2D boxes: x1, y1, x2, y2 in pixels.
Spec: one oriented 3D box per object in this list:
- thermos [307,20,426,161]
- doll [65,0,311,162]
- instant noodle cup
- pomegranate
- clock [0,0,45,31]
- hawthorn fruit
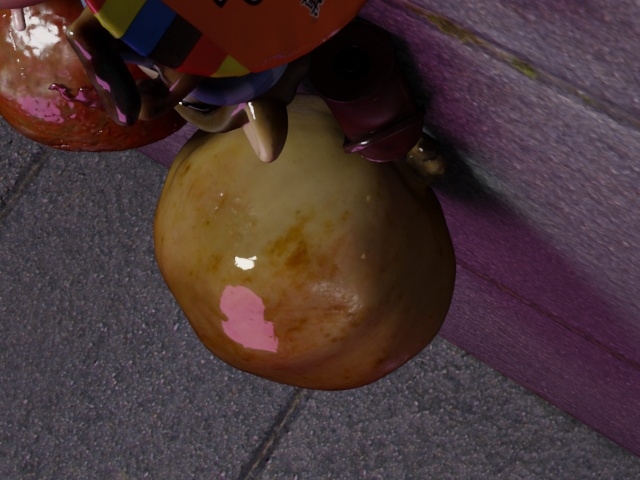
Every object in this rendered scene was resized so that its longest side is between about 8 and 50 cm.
[{"bbox_3d":[0.059,-0.153,1.408,0.232,0.099,0.124,48,-159,-67],"label":"thermos"},{"bbox_3d":[-0.134,-0.219,1.186,0.209,0.317,0.340,-2,165,19],"label":"doll"},{"bbox_3d":[-0.094,-0.256,0.891,0.250,0.250,0.192,39,179,-33],"label":"instant noodle cup"},{"bbox_3d":[0.000,0.000,1.629,0.411,0.411,0.411,33,172,5],"label":"pomegranate"},{"bbox_3d":[-0.317,-0.341,1.258,0.227,0.241,0.142,40,167,-35],"label":"clock"},{"bbox_3d":[-0.268,-0.248,1.500,0.316,0.316,0.316,33,172,5],"label":"hawthorn fruit"}]
